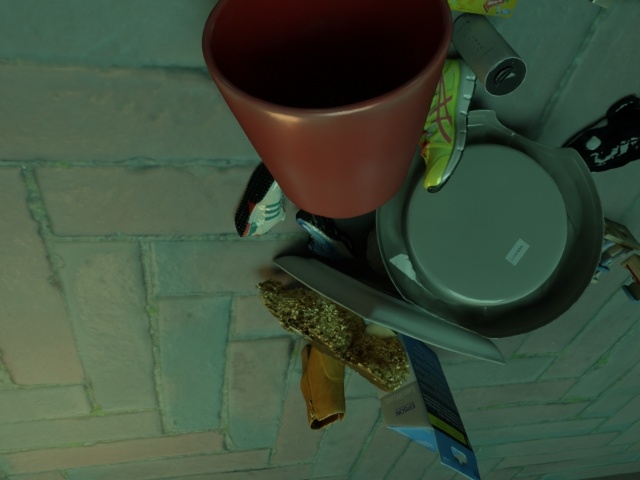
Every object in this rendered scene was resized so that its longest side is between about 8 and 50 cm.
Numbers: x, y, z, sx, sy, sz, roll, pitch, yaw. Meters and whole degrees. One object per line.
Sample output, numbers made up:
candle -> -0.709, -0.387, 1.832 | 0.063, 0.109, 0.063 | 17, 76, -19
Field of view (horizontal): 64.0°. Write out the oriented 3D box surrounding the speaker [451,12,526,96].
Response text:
speaker -> 0.220, -0.250, 0.682 | 0.055, 0.136, 0.055 | -7, 137, -6

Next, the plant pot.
plant pot -> 0.017, -0.171, 0.645 | 0.274, 0.275, 0.243 | -12, 148, 0

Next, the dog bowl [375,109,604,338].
dog bowl -> 0.255, -0.024, 0.817 | 0.348, 0.349, 0.102 | -11, 178, -1

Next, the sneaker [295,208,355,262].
sneaker -> 0.000, 0.000, 0.956 | 0.073, 0.063, 0.162 | -27, 135, 21

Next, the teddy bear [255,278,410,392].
teddy bear -> 0.025, 0.160, 0.989 | 0.113, 0.338, 0.245 | -55, 129, -16

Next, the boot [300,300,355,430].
boot -> 0.034, 0.285, 1.159 | 0.104, 0.211, 0.295 | 8, 134, -22

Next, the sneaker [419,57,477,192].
sneaker -> 0.161, -0.169, 0.737 | 0.094, 0.209, 0.081 | 12, 165, 0

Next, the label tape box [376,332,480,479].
label tape box -> 0.242, 0.404, 1.233 | 0.115, 0.348, 0.249 | -30, 134, 19

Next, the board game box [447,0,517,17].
board game box -> 0.191, -0.348, 0.652 | 0.154, 0.026, 0.104 | 1, 136, -14

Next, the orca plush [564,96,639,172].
orca plush -> 0.581, -0.163, 0.884 | 0.287, 0.102, 0.151 | -7, 138, -6

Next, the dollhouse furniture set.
dollhouse furniture set -> 0.600, 0.062, 1.070 | 0.128, 0.184, 0.129 | 15, 131, -27

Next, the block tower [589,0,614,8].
block tower -> 0.370, -0.440, 0.549 | 0.097, 0.091, 0.336 | 7, 134, -19

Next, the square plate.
square plate -> 0.125, 0.117, 0.964 | 0.347, 0.344, 0.049 | 22, 90, -32

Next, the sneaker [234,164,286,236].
sneaker -> -0.087, -0.068, 0.878 | 0.075, 0.057, 0.161 | 0, 138, -37

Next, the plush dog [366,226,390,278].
plush dog -> 0.246, -0.007, 0.937 | 0.262, 0.210, 0.226 | 10, 107, -25
